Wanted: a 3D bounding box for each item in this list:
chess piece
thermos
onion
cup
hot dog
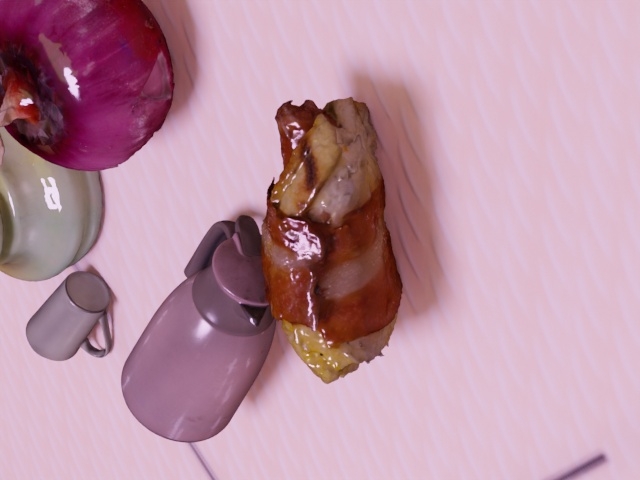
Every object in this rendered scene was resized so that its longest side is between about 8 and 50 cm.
[{"bbox_3d":[-0.347,-0.013,1.272,0.176,0.298,0.175,15,115,36],"label":"chess piece"},{"bbox_3d":[-0.090,0.061,1.213,0.193,0.105,0.137,122,150,-46],"label":"thermos"},{"bbox_3d":[-0.203,-0.141,1.196,0.177,0.153,0.177,5,99,36],"label":"onion"},{"bbox_3d":[-0.230,0.078,1.377,0.075,0.054,0.083,53,131,11],"label":"cup"},{"bbox_3d":[0.000,0.000,1.086,0.103,0.146,0.213,-5,102,15],"label":"hot dog"}]
